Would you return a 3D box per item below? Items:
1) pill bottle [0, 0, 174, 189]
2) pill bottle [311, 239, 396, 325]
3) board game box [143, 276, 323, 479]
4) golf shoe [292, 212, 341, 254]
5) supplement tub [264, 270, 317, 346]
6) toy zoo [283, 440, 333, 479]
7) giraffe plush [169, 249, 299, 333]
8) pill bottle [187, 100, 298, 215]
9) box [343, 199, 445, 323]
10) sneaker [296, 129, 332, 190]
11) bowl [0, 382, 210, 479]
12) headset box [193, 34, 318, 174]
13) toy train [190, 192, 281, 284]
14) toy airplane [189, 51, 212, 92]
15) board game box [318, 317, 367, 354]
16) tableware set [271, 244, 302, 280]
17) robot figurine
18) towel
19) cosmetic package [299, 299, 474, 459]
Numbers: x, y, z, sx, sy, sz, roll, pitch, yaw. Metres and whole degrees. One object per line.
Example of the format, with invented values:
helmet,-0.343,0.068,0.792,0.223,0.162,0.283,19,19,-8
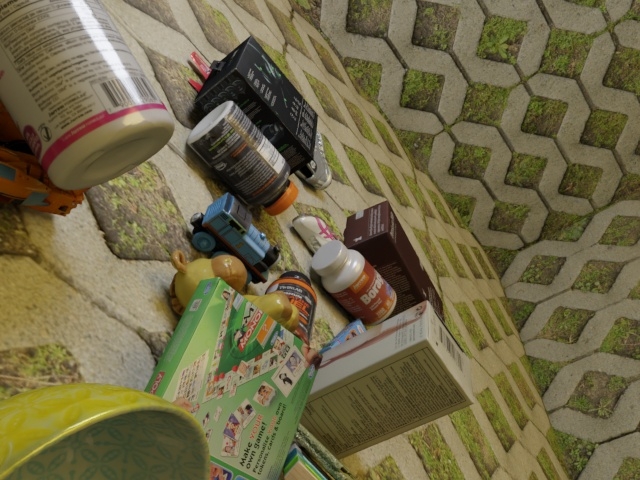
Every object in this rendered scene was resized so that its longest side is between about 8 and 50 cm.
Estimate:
pill bottle,-0.314,-0.217,0.677,0.283,0.160,0.160,59,22,0
pill bottle,0.079,0.101,1.371,0.216,0.121,0.121,46,26,-28
board game box,-0.126,0.235,0.694,0.213,0.046,0.317,43,55,-32
golf shoe,0.000,0.000,1.403,0.186,0.067,0.086,38,32,-42
supplement tub,-0.063,0.138,1.053,0.106,0.106,0.198,50,24,-21
toy zoo,0.022,0.378,0.822,0.192,0.030,0.293,43,-13,7
giraffe plush,-0.157,0.097,0.881,0.210,0.181,0.170,-11,55,-30
pill bottle,-0.154,-0.163,1.206,0.245,0.130,0.130,48,25,-26
box,0.208,0.103,1.556,0.381,0.143,0.191,57,21,-23
sneaker,-0.046,-0.257,1.610,0.132,0.086,0.228,12,52,-58
bowl,-0.245,0.227,0.451,0.156,0.289,0.289,23,5,29
headset box,-0.144,-0.313,1.329,0.283,0.131,0.246,47,25,-27
toy train,-0.150,0.005,1.033,0.184,0.105,0.080,47,25,-26
toy airplane,-0.269,-0.379,1.367,0.151,0.028,0.151,44,27,-29
board game box,0.083,0.278,1.267,0.160,0.039,0.211,61,23,3
tableware set,-0.087,0.071,1.195,0.154,0.024,0.104,46,29,-31
robot figurine,-0.423,-0.140,0.673,0.291,0.085,0.211,26,38,-53
towel,0.007,0.350,0.911,0.148,0.027,0.110,31,-20,44
cosmetic package,0.100,0.251,1.000,0.153,0.296,0.129,54,22,-15
